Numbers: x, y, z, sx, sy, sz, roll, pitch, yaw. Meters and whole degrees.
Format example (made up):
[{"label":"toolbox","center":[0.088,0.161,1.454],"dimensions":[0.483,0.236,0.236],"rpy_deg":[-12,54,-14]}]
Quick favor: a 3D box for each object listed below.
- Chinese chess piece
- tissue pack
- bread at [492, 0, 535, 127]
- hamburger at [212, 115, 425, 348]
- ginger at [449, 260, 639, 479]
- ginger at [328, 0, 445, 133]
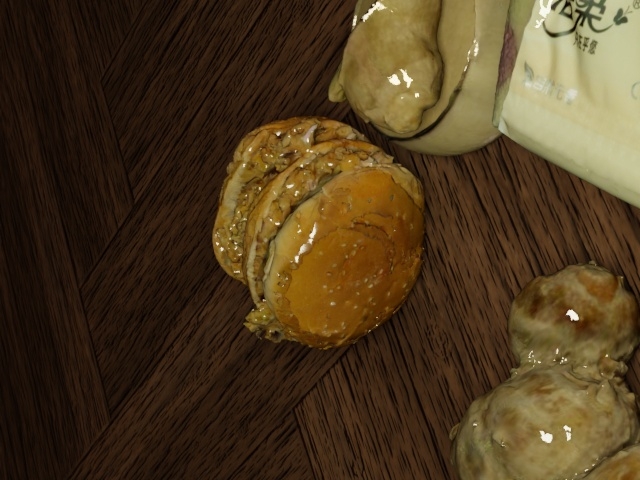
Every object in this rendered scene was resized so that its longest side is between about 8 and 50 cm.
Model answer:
[{"label":"Chinese chess piece","center":[0.134,-0.217,1.724],"dimensions":[0.249,0.103,0.250],"rpy_deg":[-7,82,57]},{"label":"tissue pack","center":[0.381,-0.077,1.122],"dimensions":[0.405,0.331,0.205],"rpy_deg":[33,112,53]},{"label":"bread","center":[0.272,-0.255,1.434],"dimensions":[0.155,0.187,0.338],"rpy_deg":[26,112,53]},{"label":"hamburger","center":[-0.001,0.001,1.805],"dimensions":[0.260,0.245,0.211],"rpy_deg":[-46,42,-6]},{"label":"ginger","center":[0.258,0.215,1.451],"dimensions":[0.256,0.176,0.375],"rpy_deg":[-49,47,24]},{"label":"ginger","center":[0.094,-0.203,1.622],"dimensions":[0.122,0.115,0.193],"rpy_deg":[38,111,29]}]
